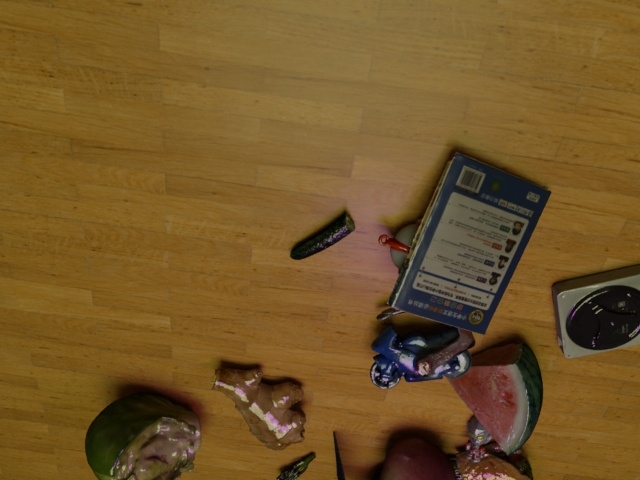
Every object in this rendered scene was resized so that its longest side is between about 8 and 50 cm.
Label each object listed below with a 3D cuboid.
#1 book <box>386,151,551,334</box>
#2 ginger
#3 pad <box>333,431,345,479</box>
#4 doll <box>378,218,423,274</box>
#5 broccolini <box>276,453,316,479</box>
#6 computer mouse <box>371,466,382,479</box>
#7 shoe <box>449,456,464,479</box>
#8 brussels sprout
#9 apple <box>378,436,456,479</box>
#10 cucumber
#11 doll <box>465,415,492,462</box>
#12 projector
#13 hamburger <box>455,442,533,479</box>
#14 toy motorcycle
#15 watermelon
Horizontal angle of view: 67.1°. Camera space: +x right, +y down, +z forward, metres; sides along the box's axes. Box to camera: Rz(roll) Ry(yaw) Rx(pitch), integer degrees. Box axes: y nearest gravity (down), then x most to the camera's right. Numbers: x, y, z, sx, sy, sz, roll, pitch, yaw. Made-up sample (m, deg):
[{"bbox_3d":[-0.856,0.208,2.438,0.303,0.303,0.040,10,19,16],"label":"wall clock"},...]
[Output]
[{"bbox_3d":[0.387,0.021,1.257,0.299,0.039,0.429,19,102,-15],"label":"book"},{"bbox_3d":[-0.189,0.551,1.623,0.236,0.166,0.376,-21,123,25],"label":"ginger"},{"bbox_3d":[0.080,0.879,1.734,0.012,0.269,0.270,-8,121,-6],"label":"pad"},{"bbox_3d":[0.317,0.040,1.318,0.336,0.105,0.200,18,104,-7],"label":"doll"},{"bbox_3d":[-0.091,0.886,1.882,0.091,0.068,0.203,37,101,-30],"label":"broccolini"},{"bbox_3d":[0.218,0.995,1.790,0.100,0.269,0.170,9,133,33],"label":"computer mouse"},{"bbox_3d":[0.535,0.909,1.805,0.099,0.112,0.228,-30,115,21],"label":"shoe"},{"bbox_3d":[-0.605,0.680,1.655,0.370,0.314,0.276,3,97,-38],"label":"brussels sprout"},{"bbox_3d":[0.331,0.848,1.694,0.234,0.305,0.306,27,126,32],"label":"apple"},{"bbox_3d":[0.000,0.000,1.351,0.214,0.052,0.058,-32,84,21],"label":"cucumber"},{"bbox_3d":[0.549,0.683,1.678,0.079,0.094,0.180,6,97,-47],"label":"doll"},{"bbox_3d":[0.826,0.216,1.401,0.258,0.079,0.257,-15,117,11],"label":"projector"},{"bbox_3d":[0.663,0.841,1.729,0.330,0.162,0.209,40,117,-12],"label":"hamburger"},{"bbox_3d":[0.295,0.313,1.469,0.318,0.241,0.182,-10,159,3],"label":"toy motorcycle"},{"bbox_3d":[0.551,0.470,1.476,0.292,0.250,0.283,-11,114,7],"label":"watermelon"}]
